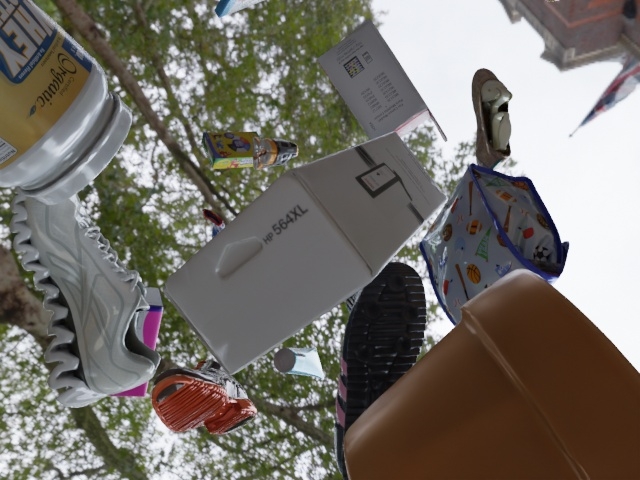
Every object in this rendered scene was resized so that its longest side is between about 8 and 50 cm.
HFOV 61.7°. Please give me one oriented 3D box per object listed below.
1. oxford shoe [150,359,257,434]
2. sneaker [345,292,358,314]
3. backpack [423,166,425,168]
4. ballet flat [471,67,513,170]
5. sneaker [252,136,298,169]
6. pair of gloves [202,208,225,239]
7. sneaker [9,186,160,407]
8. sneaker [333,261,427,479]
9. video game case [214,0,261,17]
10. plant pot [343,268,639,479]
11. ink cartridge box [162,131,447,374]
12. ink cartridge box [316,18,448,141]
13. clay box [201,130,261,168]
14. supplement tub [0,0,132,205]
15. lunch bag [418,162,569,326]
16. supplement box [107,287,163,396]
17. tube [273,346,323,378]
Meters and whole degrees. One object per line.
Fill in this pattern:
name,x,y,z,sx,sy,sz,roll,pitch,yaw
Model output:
oxford shoe,-0.191,0.235,0.837,0.097,0.271,0.098,-32,-120,-4
sneaker,0.138,0.113,1.347,0.140,0.340,0.125,-23,-115,-9
backpack,0.207,-0.156,1.331,0.114,0.084,0.105,-10,-173,21
ballet flat,0.479,-0.346,1.458,0.108,0.106,0.315,2,-104,-13
sneaker,-0.122,-0.221,1.357,0.083,0.084,0.215,-7,-167,-20
pair of gloves,-0.121,0.035,0.869,0.198,0.159,0.023,34,-115,32
sneaker,-0.268,0.042,0.626,0.118,0.292,0.110,-12,-173,2
sneaker,0.069,0.183,0.765,0.112,0.131,0.318,11,-89,-9
video game case,-0.061,-0.370,0.742,0.166,0.015,0.119,-36,-172,-29
plant pot,0.153,0.196,0.432,0.204,0.291,0.290,-30,-132,5
ink cartridge box,0.000,0.000,0.426,0.148,0.086,0.203,-38,178,31
ink cartridge box,0.148,-0.291,1.144,0.130,0.309,0.271,-33,-89,16
clay box,-0.268,-0.302,1.773,0.222,0.053,0.127,-9,-124,-31
supplement tub,-0.274,-0.135,0.440,0.144,0.199,0.144,-21,-133,24
lunch bag,0.450,0.054,1.384,0.239,0.327,0.385,9,-138,-14
supplement box,-0.422,0.218,1.166,0.111,0.219,0.114,9,-166,-25
tube,-0.038,0.276,1.222,0.052,0.207,0.080,-16,-110,18
